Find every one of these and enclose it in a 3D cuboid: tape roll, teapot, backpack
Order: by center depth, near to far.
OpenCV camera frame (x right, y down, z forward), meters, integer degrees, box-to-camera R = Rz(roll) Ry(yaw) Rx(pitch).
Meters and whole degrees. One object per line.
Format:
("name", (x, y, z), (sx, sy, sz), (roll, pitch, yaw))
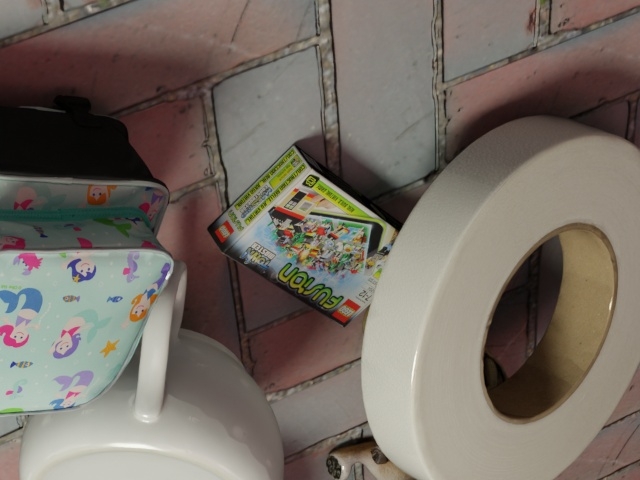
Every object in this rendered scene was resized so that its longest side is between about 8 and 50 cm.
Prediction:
("backpack", (-0.247, 0.033, 1.370), (0.225, 0.191, 0.253), (1, 134, -38))
("teapot", (-0.145, 0.160, 1.572), (0.256, 0.187, 0.252), (-25, 132, 34))
("tape roll", (0.199, 0.070, 1.702), (0.392, 0.072, 0.392), (-22, 123, -38))

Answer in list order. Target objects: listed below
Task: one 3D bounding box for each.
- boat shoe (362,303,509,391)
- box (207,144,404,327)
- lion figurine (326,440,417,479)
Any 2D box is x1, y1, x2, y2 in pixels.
("boat shoe", (0.141, 0.150, 1.811), (0.109, 0.098, 0.302), (-50, 141, -15))
("box", (0.000, 0.000, 1.624), (0.114, 0.036, 0.207), (-44, 141, 11))
("lion figurine", (0.118, 0.350, 1.989), (0.240, 0.142, 0.392), (-16, 134, -33))
